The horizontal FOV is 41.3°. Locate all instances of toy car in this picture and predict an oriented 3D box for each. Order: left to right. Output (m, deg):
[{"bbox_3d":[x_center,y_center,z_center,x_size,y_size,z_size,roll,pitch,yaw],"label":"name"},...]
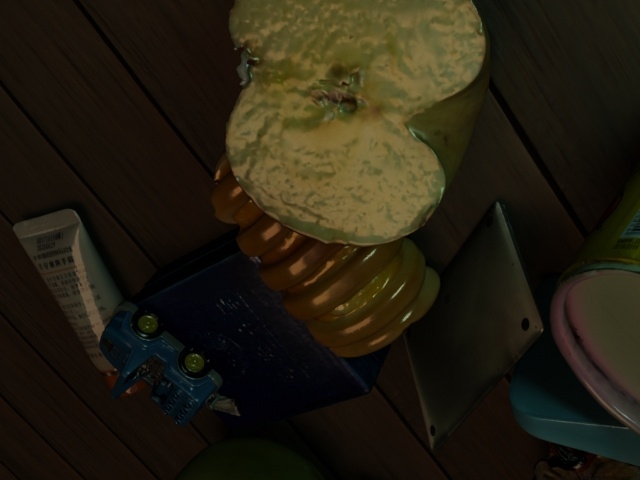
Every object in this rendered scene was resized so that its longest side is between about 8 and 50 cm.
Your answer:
[{"bbox_3d":[-0.230,0.180,1.161,0.191,0.100,0.097,39,139,4],"label":"toy car"}]

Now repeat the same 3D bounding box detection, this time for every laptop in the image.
[{"bbox_3d":[0.171,0.107,1.011,0.015,0.187,0.269,8,136,-20],"label":"laptop"}]

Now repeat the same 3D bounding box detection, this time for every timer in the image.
[{"bbox_3d":[0.343,0.139,0.914,0.250,0.232,0.091,5,130,24],"label":"timer"}]

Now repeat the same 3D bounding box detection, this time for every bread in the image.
[{"bbox_3d":[0.000,0.000,1.009,0.173,0.121,0.311,-40,106,4],"label":"bread"}]

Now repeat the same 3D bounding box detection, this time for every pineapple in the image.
[{"bbox_3d":[0.366,0.372,1.141,0.176,0.161,0.136,-1,136,28],"label":"pineapple"}]

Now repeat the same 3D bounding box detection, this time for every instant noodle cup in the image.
[{"bbox_3d":[0.371,0.035,0.724,0.326,0.254,0.325,38,156,21],"label":"instant noodle cup"}]

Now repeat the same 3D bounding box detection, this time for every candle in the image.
[{"bbox_3d":[0.288,0.228,0.995,0.059,0.302,0.084,-17,88,12],"label":"candle"}]

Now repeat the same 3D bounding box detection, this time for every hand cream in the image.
[{"bbox_3d":[-0.363,0.098,1.321,0.140,0.089,0.314,-9,117,30],"label":"hand cream"}]

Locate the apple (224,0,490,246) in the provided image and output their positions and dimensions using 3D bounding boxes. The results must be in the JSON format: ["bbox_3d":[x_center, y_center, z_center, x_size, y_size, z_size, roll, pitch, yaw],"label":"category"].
[{"bbox_3d":[0.038,-0.154,0.866,0.251,0.163,0.292,18,107,9],"label":"apple"}]

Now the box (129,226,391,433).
[{"bbox_3d":[-0.092,0.124,1.194,0.279,0.116,0.261,-26,110,37],"label":"box"}]

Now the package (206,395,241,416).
[{"bbox_3d":[-0.165,0.231,1.228,0.110,0.015,0.037,9,132,26],"label":"package"}]

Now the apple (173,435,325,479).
[{"bbox_3d":[-0.111,0.460,1.351,0.254,0.292,0.291,-6,123,19],"label":"apple"}]
